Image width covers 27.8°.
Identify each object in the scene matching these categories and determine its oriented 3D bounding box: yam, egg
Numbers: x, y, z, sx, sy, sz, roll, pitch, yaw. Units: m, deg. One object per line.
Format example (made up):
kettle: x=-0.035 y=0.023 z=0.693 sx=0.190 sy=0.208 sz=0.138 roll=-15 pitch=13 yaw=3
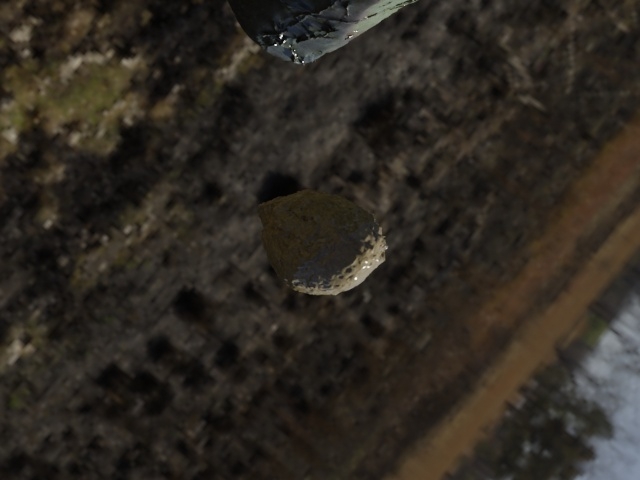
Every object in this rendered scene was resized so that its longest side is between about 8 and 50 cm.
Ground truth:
yam: x=0.030 y=-0.311 z=1.283 sx=0.271 sy=0.201 sz=0.202 roll=0 pitch=-123 yaw=52
egg: x=0.000 y=0.000 z=1.360 sx=0.116 sy=0.140 sz=0.118 roll=-55 pitch=141 yaw=-39
